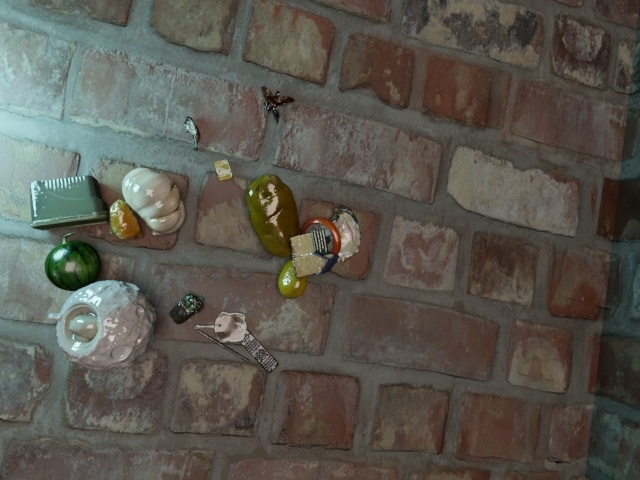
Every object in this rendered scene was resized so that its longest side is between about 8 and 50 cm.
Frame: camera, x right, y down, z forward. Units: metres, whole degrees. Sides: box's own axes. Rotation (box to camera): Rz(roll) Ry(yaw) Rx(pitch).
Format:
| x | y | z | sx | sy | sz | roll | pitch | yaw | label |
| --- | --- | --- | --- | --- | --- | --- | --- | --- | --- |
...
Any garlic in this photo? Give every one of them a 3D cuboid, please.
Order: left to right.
| x | y | z | sx | sy | sz | roll | pitch | yaw | label |
| --- | --- | --- | --- | --- | --- | --- | --- | --- | --- |
| -0.651 | -0.171 | 1.681 | 0.281 | 0.184 | 0.203 | 49 | 63 | -7 | garlic |

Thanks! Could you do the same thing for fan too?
| x | y | z | sx | sy | sz | roll | pitch | yaw | label |
| --- | --- | --- | --- | --- | --- | --- | --- | --- | --- |
| -0.426 | 0.368 | 1.789 | 0.219 | 0.009 | 0.132 | 1 | 73 | -10 | fan |

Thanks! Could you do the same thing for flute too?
| x | y | z | sx | sy | sz | roll | pitch | yaw | label |
| --- | --- | --- | --- | --- | --- | --- | --- | --- | --- |
| -0.418 | 0.451 | 1.799 | 0.269 | 0.014 | 0.014 | 34 | 81 | -9 | flute |

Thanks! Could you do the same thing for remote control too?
| x | y | z | sx | sy | sz | roll | pitch | yaw | label |
| --- | --- | --- | --- | --- | --- | --- | --- | --- | --- |
| -0.280 | 0.473 | 1.824 | 0.063 | 0.025 | 0.245 | -41 | 97 | -12 | remote control |

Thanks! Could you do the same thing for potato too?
| x | y | z | sx | sy | sz | roll | pitch | yaw | label |
| --- | --- | --- | --- | --- | --- | --- | --- | --- | --- |
| -0.197 | -0.101 | 1.802 | 0.195 | 0.176 | 0.370 | -24 | 102 | -46 | potato |

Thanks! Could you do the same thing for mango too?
| x | y | z | sx | sy | sz | roll | pitch | yaw | label |
| --- | --- | --- | --- | --- | --- | --- | --- | --- | --- |
| -0.112 | 0.157 | 1.823 | 0.098 | 0.137 | 0.195 | 36 | 73 | -53 | mango |

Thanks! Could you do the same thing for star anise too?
| x | y | z | sx | sy | sz | roll | pitch | yaw | label |
| --- | --- | --- | --- | --- | --- | --- | --- | --- | --- |
| -0.198 | -0.615 | 1.821 | 0.158 | 0.144 | 0.141 | 27 | 75 | -10 | star anise |

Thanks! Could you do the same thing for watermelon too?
| x | y | z | sx | sy | sz | roll | pitch | yaw | label |
| --- | --- | --- | --- | --- | --- | --- | --- | --- | --- |
| -0.946 | 0.085 | 1.598 | 0.187 | 0.188 | 0.215 | -22 | 107 | -13 | watermelon |

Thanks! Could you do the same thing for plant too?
| x | y | z | sx | sy | sz | roll | pitch | yaw | label |
| --- | --- | --- | --- | --- | --- | --- | --- | --- | --- |
| -0.550 | 0.280 | 1.739 | 0.143 | 0.094 | 0.092 | -39 | 82 | 0 | plant |

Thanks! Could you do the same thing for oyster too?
| x | y | z | sx | sy | sz | roll | pitch | yaw | label |
| --- | --- | --- | --- | --- | --- | --- | --- | --- | --- |
| 0.083 | -0.029 | 1.894 | 0.198 | 0.092 | 0.260 | 2 | 105 | -10 | oyster |

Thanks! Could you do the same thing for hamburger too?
| x | y | z | sx | sy | sz | roll | pitch | yaw | label |
| --- | --- | --- | --- | --- | --- | --- | --- | --- | --- |
| -0.780 | -0.065 | 1.659 | 0.102 | 0.087 | 0.176 | -49 | 130 | -44 | hamburger |

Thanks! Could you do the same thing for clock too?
| x | y | z | sx | sy | sz | roll | pitch | yaw | label |
| --- | --- | --- | --- | --- | --- | --- | --- | --- | --- |
| 0.000 | 0.000 | 1.836 | 0.051 | 0.205 | 0.206 | -25 | 95 | -56 | clock |

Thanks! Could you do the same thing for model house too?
| x | y | z | sx | sy | sz | roll | pitch | yaw | label |
| --- | --- | --- | --- | --- | --- | --- | --- | --- | --- |
| -0.013 | 0.048 | 1.738 | 0.172 | 0.166 | 0.183 | -15 | 88 | 28 | model house |

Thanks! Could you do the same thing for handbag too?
| x | y | z | sx | sy | sz | roll | pitch | yaw | label |
| --- | --- | --- | --- | --- | --- | --- | --- | --- | --- |
| -0.420 | -0.303 | 1.816 | 0.061 | 0.027 | 0.084 | -19 | 90 | -12 | handbag |

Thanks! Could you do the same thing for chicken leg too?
| x | y | z | sx | sy | sz | roll | pitch | yaw | label |
| --- | --- | --- | --- | --- | --- | --- | --- | --- | --- |
| -0.543 | -0.458 | 1.788 | 0.062 | 0.037 | 0.145 | -25 | 93 | 10 | chicken leg |

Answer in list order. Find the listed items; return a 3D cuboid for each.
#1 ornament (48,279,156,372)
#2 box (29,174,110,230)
| x | y | z | sx | sy | sz | roll | pitch | yaw | label |
| --- | --- | --- | --- | --- | --- | --- | --- | --- | --- |
| -0.783 | 0.313 | 1.567 | 0.336 | 0.337 | 0.338 | 0 | 88 | -13 | ornament |
| -0.973 | -0.147 | 1.632 | 0.273 | 0.138 | 0.179 | -9 | 86 | -13 | box |
